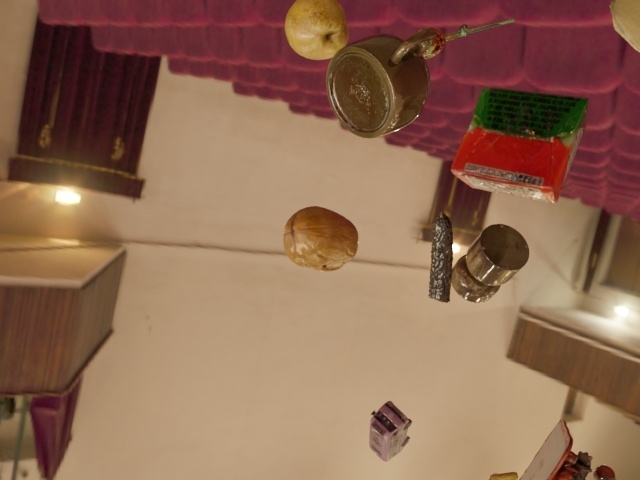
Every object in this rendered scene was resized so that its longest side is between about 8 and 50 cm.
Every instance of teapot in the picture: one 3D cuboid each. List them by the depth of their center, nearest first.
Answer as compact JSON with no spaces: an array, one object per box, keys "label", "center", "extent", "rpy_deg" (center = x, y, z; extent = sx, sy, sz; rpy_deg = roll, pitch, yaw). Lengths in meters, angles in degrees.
[{"label":"teapot","center":[0.136,-0.313,1.402],"extent":[0.175,0.186,0.267],"rpy_deg":[-32,173,-36]}]

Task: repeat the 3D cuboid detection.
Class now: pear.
[{"label":"pear","center":[-0.003,-0.542,1.860],"extent":[0.177,0.178,0.178],"rpy_deg":[12,-173,-2]}]

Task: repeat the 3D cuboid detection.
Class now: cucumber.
[{"label":"cucumber","center":[0.366,0.049,2.198],"extent":[0.072,0.300,0.072],"rpy_deg":[0,-156,0]}]

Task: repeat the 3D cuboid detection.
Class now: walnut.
[{"label":"walnut","center":[0.000,0.000,2.065],"extent":[0.193,0.193,0.225],"rpy_deg":[19,176,41]}]

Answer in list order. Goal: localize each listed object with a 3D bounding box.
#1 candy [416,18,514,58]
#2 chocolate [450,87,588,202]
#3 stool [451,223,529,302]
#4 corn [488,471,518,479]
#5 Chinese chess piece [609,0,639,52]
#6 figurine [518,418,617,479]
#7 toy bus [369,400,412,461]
[{"label":"candy","center":[0.399,-0.581,2.046],"extent":[0.287,0.078,0.084],"rpy_deg":[-13,168,9]},{"label":"chocolate","center":[0.652,-0.308,2.373],"extent":[0.360,0.341,0.161],"rpy_deg":[15,163,35]},{"label":"stool","center":[0.580,0.082,2.524],"extent":[0.179,0.179,0.264],"rpy_deg":[11,149,-10]},{"label":"corn","center":[0.507,0.659,2.033],"extent":[0.083,0.027,0.028],"rpy_deg":[-15,-152,15]},{"label":"Chinese chess piece","center":[0.850,-0.514,1.716],"extent":[0.338,0.140,0.338],"rpy_deg":[40,-174,-5]},{"label":"figurine","center":[0.419,0.409,1.083],"extent":[0.226,0.160,0.183],"rpy_deg":[34,-173,13]},{"label":"toy bus","center":[0.200,0.567,2.170],"extent":[0.108,0.199,0.096],"rpy_deg":[-35,-123,-24]}]
